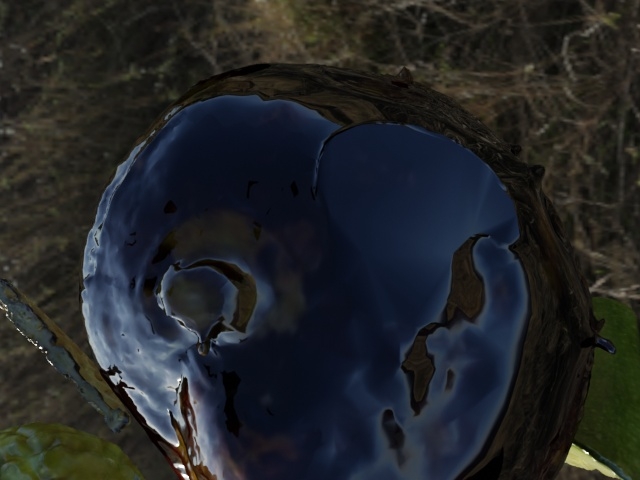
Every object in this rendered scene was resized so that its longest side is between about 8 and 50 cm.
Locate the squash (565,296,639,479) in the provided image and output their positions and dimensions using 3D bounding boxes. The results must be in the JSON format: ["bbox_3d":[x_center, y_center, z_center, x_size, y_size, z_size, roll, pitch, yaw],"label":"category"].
[{"bbox_3d":[0.162,0.144,0.879,0.093,0.252,0.169,35,117,-2],"label":"squash"}]

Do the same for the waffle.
[{"bbox_3d":[-0.228,0.099,1.015,0.023,0.153,0.097,-41,35,-7],"label":"waffle"}]

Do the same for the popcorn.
[{"bbox_3d":[-0.260,0.280,1.123,0.204,0.221,0.183,-46,14,-9],"label":"popcorn"}]

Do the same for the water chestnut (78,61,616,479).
[{"bbox_3d":[0.018,0.048,0.769,0.335,0.347,0.335,1,93,10],"label":"water chestnut"}]
